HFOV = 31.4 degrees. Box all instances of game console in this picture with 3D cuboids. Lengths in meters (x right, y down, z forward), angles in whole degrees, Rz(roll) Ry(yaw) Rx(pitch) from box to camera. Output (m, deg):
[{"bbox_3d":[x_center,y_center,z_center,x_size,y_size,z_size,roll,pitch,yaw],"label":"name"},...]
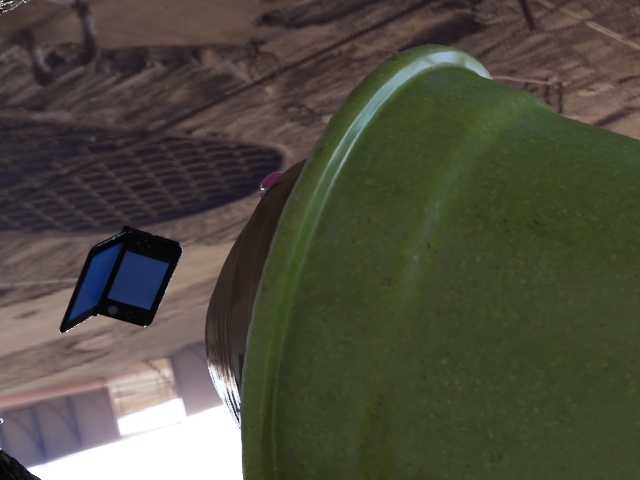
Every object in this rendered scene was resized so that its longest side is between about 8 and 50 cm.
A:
[{"bbox_3d":[-0.222,0.053,1.272,0.071,0.107,0.122,-101,-146,-57],"label":"game console"}]

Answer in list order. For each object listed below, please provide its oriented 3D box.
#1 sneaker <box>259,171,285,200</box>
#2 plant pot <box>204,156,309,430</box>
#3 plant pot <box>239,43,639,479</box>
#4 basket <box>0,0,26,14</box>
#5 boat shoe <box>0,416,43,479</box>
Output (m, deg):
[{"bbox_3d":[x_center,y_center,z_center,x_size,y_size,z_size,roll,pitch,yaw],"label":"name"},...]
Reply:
[{"bbox_3d":[0.000,0.000,1.221,0.063,0.075,0.170,-30,-94,31],"label":"sneaker"},{"bbox_3d":[0.001,0.063,0.748,0.109,0.237,0.237,-8,-93,37],"label":"plant pot"},{"bbox_3d":[0.144,0.062,0.520,0.254,0.276,0.276,13,-82,29],"label":"plant pot"},{"bbox_3d":[-0.472,-0.375,1.429,0.223,0.299,0.213,0,-71,60],"label":"basket"},{"bbox_3d":[-0.193,0.125,0.558,0.254,0.095,0.079,-1,-61,59],"label":"boat shoe"}]
